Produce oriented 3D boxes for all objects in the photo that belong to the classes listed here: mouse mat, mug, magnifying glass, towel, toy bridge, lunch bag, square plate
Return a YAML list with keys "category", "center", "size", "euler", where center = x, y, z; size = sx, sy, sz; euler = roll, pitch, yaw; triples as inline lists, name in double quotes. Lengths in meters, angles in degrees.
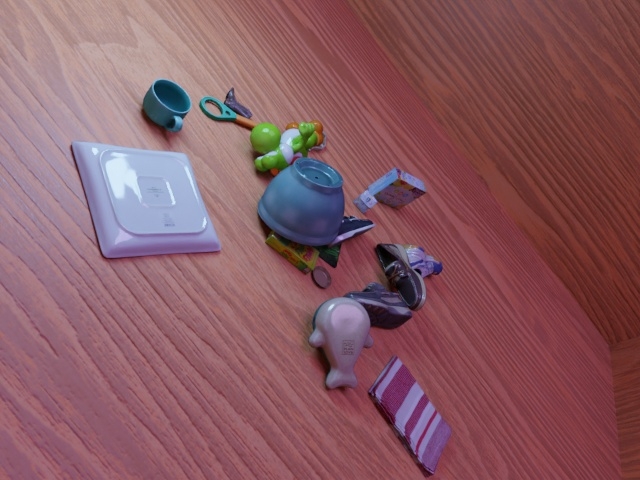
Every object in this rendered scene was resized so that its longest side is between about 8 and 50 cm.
- category: "mouse mat"
  center: [0.000, 0.000, 1.723]
  size: [0.190, 0.007, 0.152]
  euler: [39, 38, -20]
- category: "mug"
  center: [-0.481, -0.407, 1.447]
  size: [0.129, 0.097, 0.157]
  euler: [31, 42, -29]
- category: "magnifying glass"
  center: [-0.330, -0.457, 1.709]
  size: [0.231, 0.026, 0.092]
  euler: [16, 51, -38]
- category: "towel"
  center: [0.308, 0.573, 1.568]
  size: [0.329, 0.037, 0.237]
  euler: [54, 35, 2]
- category: "toy bridge"
  center: [-0.012, -0.421, 2.039]
  size: [0.063, 0.026, 0.188]
  euler: [48, 37, -9]
- category: "lunch bag"
  center: [0.192, -0.167, 2.006]
  size: [0.071, 0.083, 0.053]
  euler: [50, 36, -6]
- category: "square plate"
  center: [-0.456, -0.122, 1.283]
  size: [0.347, 0.049, 0.344]
  euler: [-3, 63, -49]

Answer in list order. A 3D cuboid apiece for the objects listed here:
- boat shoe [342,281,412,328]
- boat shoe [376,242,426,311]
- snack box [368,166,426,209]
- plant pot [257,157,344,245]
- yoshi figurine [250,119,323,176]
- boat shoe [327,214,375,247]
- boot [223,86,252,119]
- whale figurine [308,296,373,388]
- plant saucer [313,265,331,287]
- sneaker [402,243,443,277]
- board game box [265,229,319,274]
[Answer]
- category: "boat shoe"
  center: [0.183, 0.225, 1.659]
  size: [0.355, 0.132, 0.130]
  euler: [23, 35, -47]
- category: "boat shoe"
  center: [0.300, 0.132, 1.838]
  size: [0.123, 0.123, 0.342]
  euler: [15, 38, -27]
- category: "snack box"
  center: [0.353, -0.234, 2.161]
  size: [0.207, 0.174, 0.070]
  euler: [20, 51, -38]
- category: "plant pot"
  center: [-0.038, -0.149, 1.560]
  size: [0.293, 0.196, 0.293]
  euler: [18, 34, -13]
- category: "yoshi figurine"
  center: [-0.137, -0.382, 1.748]
  size: [0.203, 0.203, 0.362]
  euler: [37, 39, 5]
- category: "boat shoe"
  center: [0.109, -0.053, 1.791]
  size: [0.302, 0.114, 0.091]
  euler: [-19, 79, -58]
- category: "boot"
  center: [-0.305, -0.516, 1.782]
  size: [0.114, 0.037, 0.106]
  euler: [28, 56, -26]
- category: "whale figurine"
  center: [0.055, 0.313, 1.445]
  size: [0.216, 0.141, 0.271]
  euler: [4, 79, -24]
- category: "plant saucer"
  center: [0.003, 0.127, 1.613]
  size: [0.083, 0.015, 0.083]
  euler: [28, 44, -31]
- category: "sneaker"
  center: [0.427, 0.118, 2.039]
  size: [0.296, 0.112, 0.130]
  euler: [26, 73, -43]
- category: "board game box"
  center: [-0.091, 0.022, 1.571]
  size: [0.181, 0.043, 0.092]
  euler: [40, 38, -17]
